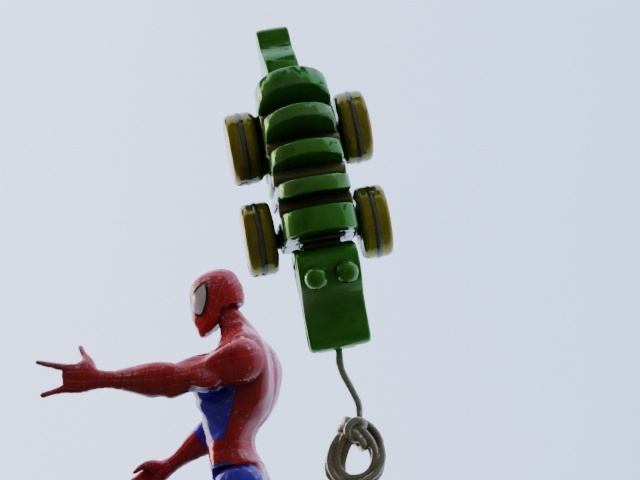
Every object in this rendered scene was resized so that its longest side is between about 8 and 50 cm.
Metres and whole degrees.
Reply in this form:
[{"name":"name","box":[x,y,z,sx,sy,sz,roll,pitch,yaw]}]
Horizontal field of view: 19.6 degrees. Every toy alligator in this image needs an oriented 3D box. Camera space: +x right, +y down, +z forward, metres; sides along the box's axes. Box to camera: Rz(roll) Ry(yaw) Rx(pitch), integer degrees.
[{"name":"toy alligator","box":[0.000,0.000,0.705,0.056,0.051,0.190,-10,-105,-5]}]

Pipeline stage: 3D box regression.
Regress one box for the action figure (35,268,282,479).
[{"name":"action figure","box":[-0.079,0.156,1.056,0.139,0.091,0.280,-6,-104,8]}]
